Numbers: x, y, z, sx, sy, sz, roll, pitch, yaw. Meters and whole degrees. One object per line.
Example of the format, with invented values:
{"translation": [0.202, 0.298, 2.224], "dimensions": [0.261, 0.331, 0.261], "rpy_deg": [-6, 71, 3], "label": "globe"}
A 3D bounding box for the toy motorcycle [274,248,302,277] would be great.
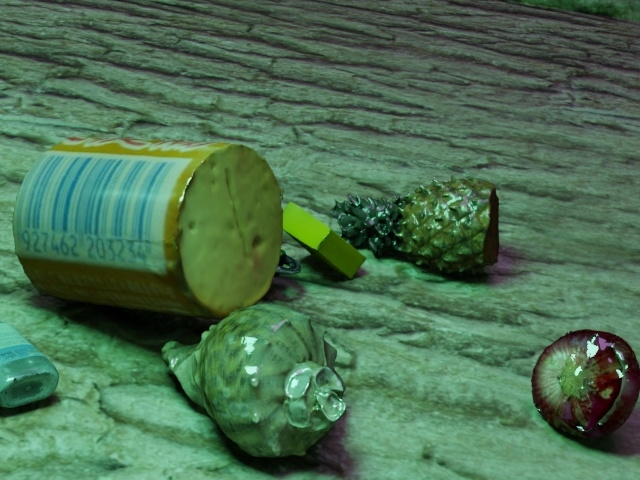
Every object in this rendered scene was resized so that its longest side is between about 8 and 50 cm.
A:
{"translation": [-0.162, -0.009, 1.942], "dimensions": [0.187, 0.124, 0.275], "rpy_deg": [2, 23, -38], "label": "toy motorcycle"}

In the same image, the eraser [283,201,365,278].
{"translation": [0.000, 0.000, 1.982], "dimensions": [0.097, 0.045, 0.122], "rpy_deg": [34, -4, 37], "label": "eraser"}

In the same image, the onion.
{"translation": [0.363, 0.196, 1.718], "dimensions": [0.140, 0.150, 0.150], "rpy_deg": [29, 6, -45], "label": "onion"}

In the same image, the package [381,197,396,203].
{"translation": [0.134, -0.059, 2.250], "dimensions": [0.059, 0.029, 0.083], "rpy_deg": [12, 14, 22], "label": "package"}

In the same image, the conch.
{"translation": [-0.069, 0.148, 1.590], "dimensions": [0.291, 0.159, 0.210], "rpy_deg": [27, 32, 36], "label": "conch"}

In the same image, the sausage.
{"translation": [-0.228, -0.021, 1.726], "dimensions": [0.287, 0.233, 0.233], "rpy_deg": [3, 18, 34], "label": "sausage"}

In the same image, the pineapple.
{"translation": [0.143, -0.030, 2.069], "dimensions": [0.279, 0.157, 0.158], "rpy_deg": [2, 23, 14], "label": "pineapple"}

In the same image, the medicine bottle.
{"translation": [-0.407, 0.137, 1.614], "dimensions": [0.090, 0.053, 0.208], "rpy_deg": [-14, 30, -36], "label": "medicine bottle"}
